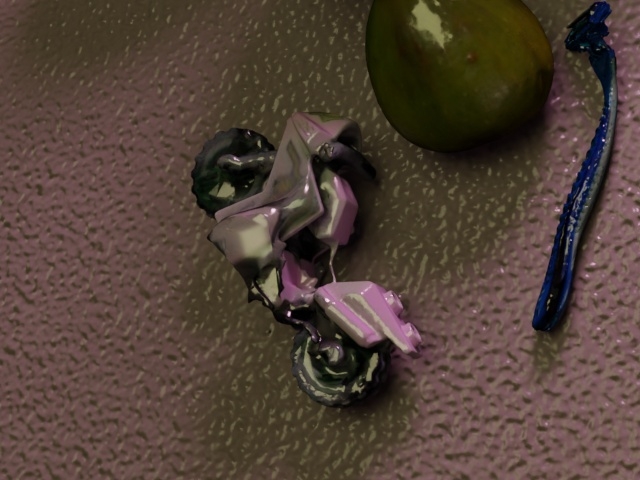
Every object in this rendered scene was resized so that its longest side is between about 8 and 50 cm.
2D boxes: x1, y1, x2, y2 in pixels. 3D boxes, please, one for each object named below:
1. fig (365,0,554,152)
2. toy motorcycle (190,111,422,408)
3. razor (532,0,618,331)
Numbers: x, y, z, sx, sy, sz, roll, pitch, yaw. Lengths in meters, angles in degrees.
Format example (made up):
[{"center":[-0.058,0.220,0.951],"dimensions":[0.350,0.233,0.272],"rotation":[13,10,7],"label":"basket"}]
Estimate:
[{"center":[0.131,-0.189,1.682],"dimensions":[0.181,0.191,0.181],"rotation":[-34,25,19],"label":"fig"},{"center":[0.000,0.000,1.698],"dimensions":[0.188,0.143,0.327],"rotation":[-35,68,12],"label":"toy motorcycle"},{"center":[0.254,-0.067,1.644],"dimensions":[0.056,0.093,0.324],"rotation":[11,79,-6],"label":"razor"}]
